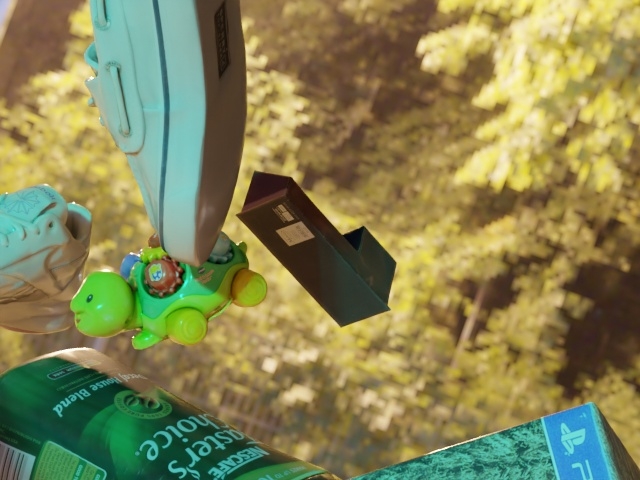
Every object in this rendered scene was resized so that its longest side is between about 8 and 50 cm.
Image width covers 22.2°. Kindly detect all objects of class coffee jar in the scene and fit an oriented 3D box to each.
[{"bbox_3d":[-0.067,0.119,0.744,0.184,0.079,0.096,24,19,26],"label":"coffee jar"}]

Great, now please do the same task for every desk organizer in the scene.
[{"bbox_3d":[0.000,0.000,1.192,0.047,0.050,0.130,-22,-54,32],"label":"desk organizer"}]

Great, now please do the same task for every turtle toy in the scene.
[{"bbox_3d":[-0.103,0.030,1.080,0.095,0.130,0.066,8,-54,61],"label":"turtle toy"}]

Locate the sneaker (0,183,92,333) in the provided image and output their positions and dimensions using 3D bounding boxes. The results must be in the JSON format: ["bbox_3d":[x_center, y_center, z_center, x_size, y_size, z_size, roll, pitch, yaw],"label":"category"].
[{"bbox_3d":[-0.322,0.011,1.536,0.114,0.152,0.305,25,10,22],"label":"sneaker"}]

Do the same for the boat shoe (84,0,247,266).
[{"bbox_3d":[-0.095,-0.100,0.952,0.084,0.258,0.095,12,36,14],"label":"boat shoe"}]

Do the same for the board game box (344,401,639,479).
[{"bbox_3d":[0.052,0.252,0.863,0.291,0.232,0.141,-20,-29,13],"label":"board game box"}]
